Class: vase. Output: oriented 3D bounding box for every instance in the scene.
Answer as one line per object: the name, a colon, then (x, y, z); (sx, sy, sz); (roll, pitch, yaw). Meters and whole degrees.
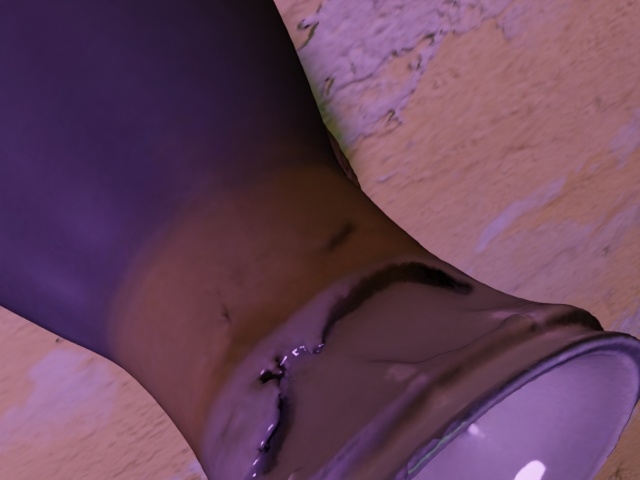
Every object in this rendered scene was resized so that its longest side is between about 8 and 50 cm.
vase: (-0.062, -0.030, 0.485); (0.173, 0.321, 0.173); (-31, 150, -20)

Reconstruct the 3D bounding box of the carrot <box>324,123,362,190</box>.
carrot: (-0.001, 0.001, 0.897); (0.070, 0.070, 0.342); (-41, 154, -5)
